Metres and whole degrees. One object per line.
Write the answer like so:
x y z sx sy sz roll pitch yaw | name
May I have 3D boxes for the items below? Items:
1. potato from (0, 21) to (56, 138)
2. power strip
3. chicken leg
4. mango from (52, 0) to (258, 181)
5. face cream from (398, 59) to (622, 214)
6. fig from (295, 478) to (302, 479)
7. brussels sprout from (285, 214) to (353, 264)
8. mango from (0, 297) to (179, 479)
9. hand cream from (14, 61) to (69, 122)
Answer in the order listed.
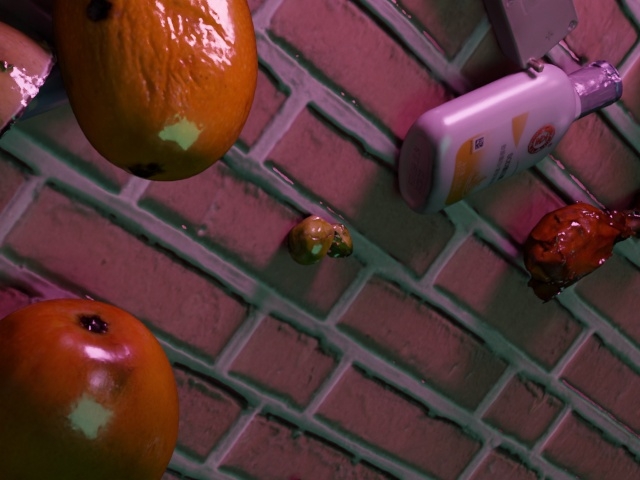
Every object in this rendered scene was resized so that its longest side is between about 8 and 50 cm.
-0.319 -0.115 1.410 0.202 0.182 0.117 -33 117 26 | potato
0.235 -0.293 1.876 0.145 0.061 0.215 -42 142 -10 | power strip
0.352 -0.009 2.223 0.304 0.093 0.113 -18 150 -46 | chicken leg
-0.138 -0.191 1.478 0.177 0.120 0.294 5 72 -32 | mango
0.215 -0.128 1.982 0.291 0.071 0.144 -25 145 -31 | face cream
-0.006 0.388 2.146 0.133 0.126 0.185 -19 138 -17 | fig
0.001 -0.001 1.900 0.083 0.046 0.051 -11 125 -52 | brussels sprout
-0.237 0.187 1.708 0.211 0.173 0.317 -28 144 -27 | mango
-0.188 -0.162 1.559 0.256 0.088 0.055 -30 96 -26 | hand cream
